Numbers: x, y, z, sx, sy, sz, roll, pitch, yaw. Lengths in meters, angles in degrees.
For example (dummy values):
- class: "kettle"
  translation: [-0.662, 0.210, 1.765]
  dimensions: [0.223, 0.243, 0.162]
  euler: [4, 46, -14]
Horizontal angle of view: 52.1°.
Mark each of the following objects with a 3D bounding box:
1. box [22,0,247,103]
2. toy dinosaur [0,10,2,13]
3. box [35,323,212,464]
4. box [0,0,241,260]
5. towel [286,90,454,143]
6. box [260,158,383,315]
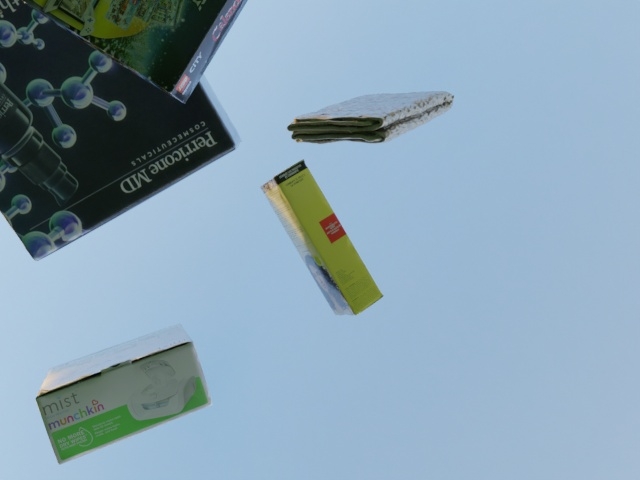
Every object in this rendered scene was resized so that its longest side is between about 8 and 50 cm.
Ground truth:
- class: "box"
  translation: [-0.130, -0.263, 0.574]
  dimensions: [0.159, 0.044, 0.233]
  euler: [33, -87, 4]
- class: "toy dinosaur"
  translation: [-0.377, -0.182, 0.497]
  dimensions: [0.211, 0.112, 0.064]
  euler: [-39, -158, -33]
- class: "box"
  translation: [-0.347, 0.257, 1.169]
  dimensions: [0.262, 0.231, 0.127]
  euler: [-18, -83, -17]
- class: "box"
  translation: [-0.329, -0.226, 0.853]
  dimensions: [0.293, 0.212, 0.395]
  euler: [-30, -77, 1]
- class: "towel"
  translation: [0.089, -0.207, 1.101]
  dimensions: [0.187, 0.282, 0.049]
  euler: [7, -67, 34]
- class: "box"
  translation: [0.000, 0.000, 0.969]
  dimensions: [0.058, 0.087, 0.232]
  euler: [-32, -86, -20]
